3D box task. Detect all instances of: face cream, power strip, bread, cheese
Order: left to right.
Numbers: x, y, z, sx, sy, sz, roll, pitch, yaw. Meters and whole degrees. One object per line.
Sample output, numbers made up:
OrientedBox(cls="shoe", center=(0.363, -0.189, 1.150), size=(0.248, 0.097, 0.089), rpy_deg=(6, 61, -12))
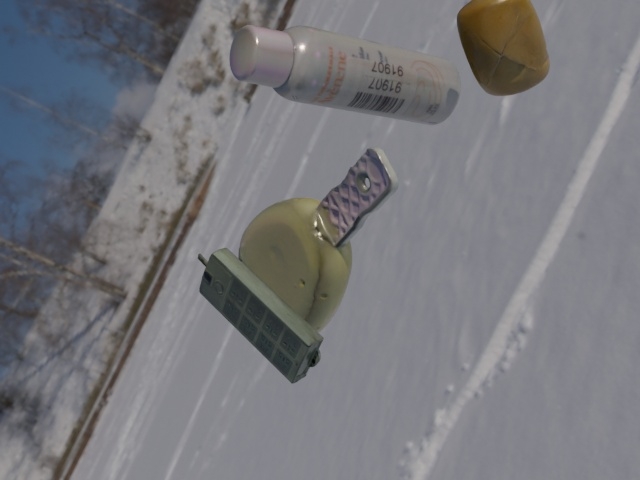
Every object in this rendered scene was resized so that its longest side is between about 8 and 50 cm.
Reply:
OrientedBox(cls="power strip", center=(-0.054, 0.055, 0.695), size=(0.019, 0.136, 0.051), rpy_deg=(-28, -28, -43))
OrientedBox(cls="cheese", center=(0.000, 0.000, 0.771), size=(0.050, 0.127, 0.255), rpy_deg=(-16, -17, -32))
OrientedBox(cls="face cream", center=(0.028, -0.179, 0.938), size=(0.082, 0.269, 0.082), rpy_deg=(-5, 84, 55))
OrientedBox(cls="bread", center=(0.187, -0.197, 0.893), size=(0.056, 0.082, 0.115), rpy_deg=(-80, -28, -48))
